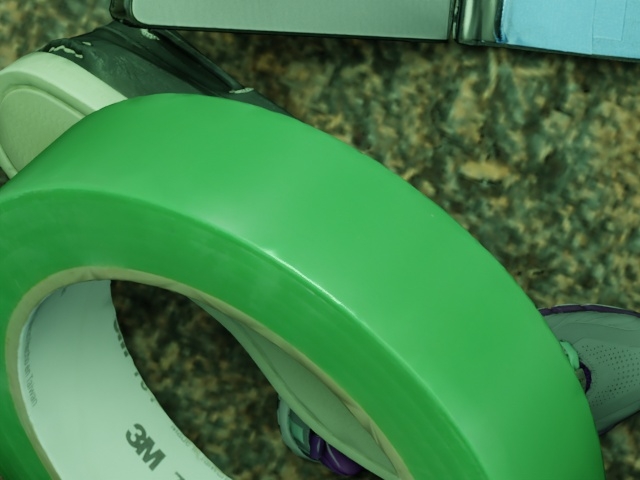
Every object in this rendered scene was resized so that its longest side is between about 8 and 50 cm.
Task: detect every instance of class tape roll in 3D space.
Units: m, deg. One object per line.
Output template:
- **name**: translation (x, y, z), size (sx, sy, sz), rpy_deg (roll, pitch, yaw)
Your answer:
- **tape roll**: translation (-0.029, 0.086, 0.868), size (0.321, 0.321, 0.077), rpy_deg (52, 50, -14)

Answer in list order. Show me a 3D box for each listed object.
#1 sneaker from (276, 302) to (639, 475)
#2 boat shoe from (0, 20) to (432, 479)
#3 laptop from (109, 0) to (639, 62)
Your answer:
- **sneaker**: translation (0.093, 0.091, 0.996), size (0.224, 0.098, 0.083), rpy_deg (-11, 101, -9)
- **boat shoe**: translation (-0.002, 0.002, 0.921), size (0.340, 0.127, 0.113), rpy_deg (33, 48, 12)
- **laptop**: translation (0.138, -0.271, 0.868), size (0.408, 0.236, 0.382), rpy_deg (-5, 103, -53)
